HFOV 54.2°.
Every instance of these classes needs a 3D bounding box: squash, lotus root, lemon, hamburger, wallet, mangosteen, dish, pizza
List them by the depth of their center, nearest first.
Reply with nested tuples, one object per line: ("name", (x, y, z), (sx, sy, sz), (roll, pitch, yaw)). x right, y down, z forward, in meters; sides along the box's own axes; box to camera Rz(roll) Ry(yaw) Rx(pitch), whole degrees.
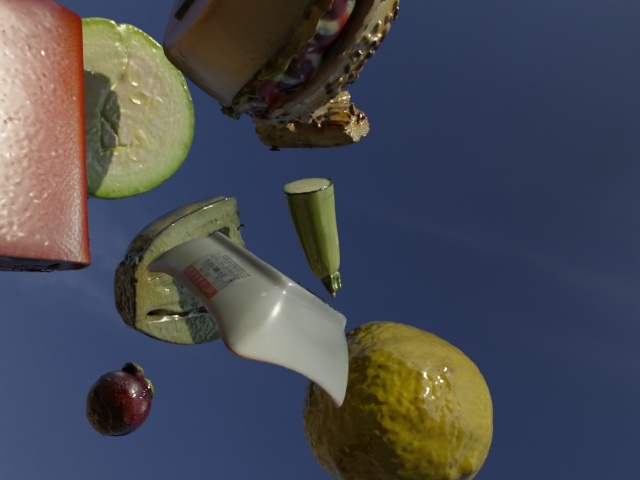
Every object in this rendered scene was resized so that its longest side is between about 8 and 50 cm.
("wallet", (-0.226, -0.083, 0.431), (0.045, 0.142, 0.205), (-13, -104, 33))
("dish", (-0.060, 0.060, 0.609), (0.077, 0.151, 0.212), (-56, -142, -5))
("hamburger", (-0.034, -0.255, 0.639), (0.300, 0.176, 0.301), (-39, -142, 40))
("pizza", (0.003, -0.169, 0.889), (0.161, 0.181, 0.063), (39, -43, 46))
("squash", (-0.343, -0.189, 0.937), (0.308, 0.210, 0.234), (8, -69, 49))
("lemon", (0.122, 0.263, 0.945), (0.321, 0.268, 0.268), (29, -62, -21))
("squash", (0.000, 0.000, 1.143), (0.094, 0.094, 0.225), (-4, -73, 29))
("lotus root", (-0.273, 0.075, 1.196), (0.149, 0.260, 0.267), (11, -61, 47))
("mangosteen", (-0.480, 0.385, 1.522), (0.166, 0.180, 0.166), (9, -65, 20))
